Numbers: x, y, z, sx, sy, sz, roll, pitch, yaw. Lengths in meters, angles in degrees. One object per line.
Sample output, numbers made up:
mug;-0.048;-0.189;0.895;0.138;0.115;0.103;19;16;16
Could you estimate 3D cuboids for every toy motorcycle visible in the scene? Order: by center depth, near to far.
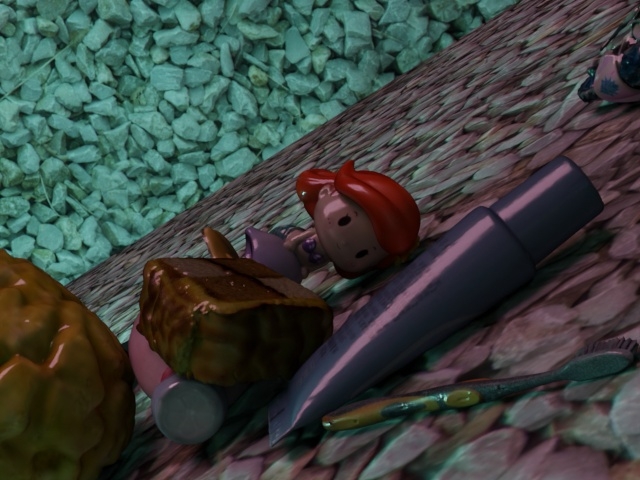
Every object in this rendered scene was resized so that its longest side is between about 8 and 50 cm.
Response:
toy motorcycle;0.430;-0.243;1.343;0.239;0.108;0.204;-53;-1;21

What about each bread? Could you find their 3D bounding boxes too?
bread;-0.100;0.081;1.167;0.181;0.096;0.222;2;13;-32

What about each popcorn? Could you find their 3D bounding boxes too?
popcorn;-0.425;0.181;1.283;0.344;0.354;0.390;-31;3;-43

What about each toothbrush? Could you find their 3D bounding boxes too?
toothbrush;0.114;0.125;0.873;0.321;0.023;0.031;-22;9;40

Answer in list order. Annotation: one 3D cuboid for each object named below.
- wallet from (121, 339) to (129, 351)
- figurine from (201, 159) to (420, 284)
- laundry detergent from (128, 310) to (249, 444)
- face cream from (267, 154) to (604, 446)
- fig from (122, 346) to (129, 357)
wallet;-0.253;0.156;1.712;0.244;0.025;0.124;-28;13;18
figurine;-0.003;-0.007;1.373;0.257;0.181;0.208;-26;-17;3
laundry detergent;-0.151;0.143;1.271;0.159;0.088;0.335;8;12;-8
face cream;0.101;0.061;1.032;0.385;0.086;0.135;-38;9;2
fig;-0.380;0.168;1.593;0.134;0.201;0.146;-47;9;-17
